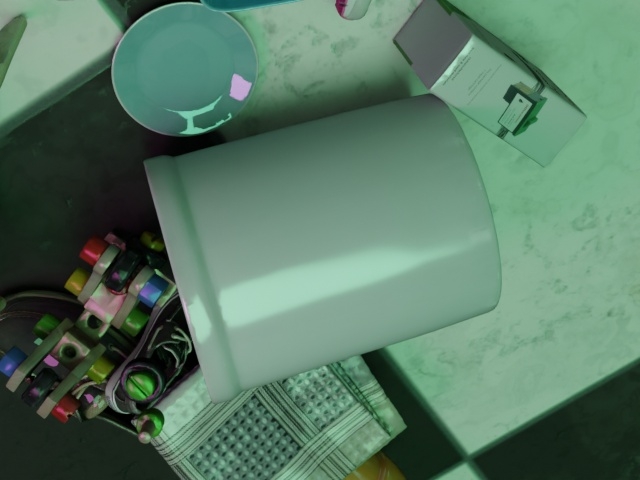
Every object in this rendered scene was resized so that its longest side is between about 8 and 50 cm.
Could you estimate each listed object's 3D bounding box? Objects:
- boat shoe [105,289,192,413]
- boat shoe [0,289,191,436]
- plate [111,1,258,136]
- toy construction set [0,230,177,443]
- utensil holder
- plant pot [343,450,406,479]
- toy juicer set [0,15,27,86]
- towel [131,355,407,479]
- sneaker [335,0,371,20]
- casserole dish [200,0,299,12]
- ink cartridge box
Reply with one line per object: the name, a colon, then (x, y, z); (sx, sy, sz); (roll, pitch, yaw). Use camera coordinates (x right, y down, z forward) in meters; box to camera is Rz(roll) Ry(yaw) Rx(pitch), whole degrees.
boat shoe: (-0.216, 0.154, 1.550); (0.078, 0.070, 0.219); (49, 58, -33)
boat shoe: (-0.321, 0.188, 1.580); (0.355, 0.130, 0.132); (29, 113, -30)
plate: (-0.173, -0.220, 1.402); (0.188, 0.024, 0.188); (-8, 125, -11)
toy construction set: (-0.329, 0.085, 1.458); (0.309, 0.237, 0.257); (12, 105, 0)
utensil holder: (0.000, 0.000, 1.420); (0.386, 0.327, 0.327); (-17, 127, -6)
plant pot: (0.004, 0.387, 1.779); (0.205, 0.205, 0.188); (-36, 110, 11)
toy juicer set: (-0.472, -0.202, 1.183); (0.329, 0.209, 0.089); (-6, 135, -21)
towel: (-0.060, 0.269, 1.618); (0.324, 0.056, 0.312); (-40, 111, -10)
sneaker: (0.101, -0.372, 1.321); (0.111, 0.103, 0.252); (19, 118, -24)
casserole dish: (-0.073, -0.344, 1.335); (0.189, 0.037, 0.114); (-11, 126, -8)
ink cartridge box: (0.221, -0.210, 1.430); (0.219, 0.160, 0.092); (27, 112, -30)
